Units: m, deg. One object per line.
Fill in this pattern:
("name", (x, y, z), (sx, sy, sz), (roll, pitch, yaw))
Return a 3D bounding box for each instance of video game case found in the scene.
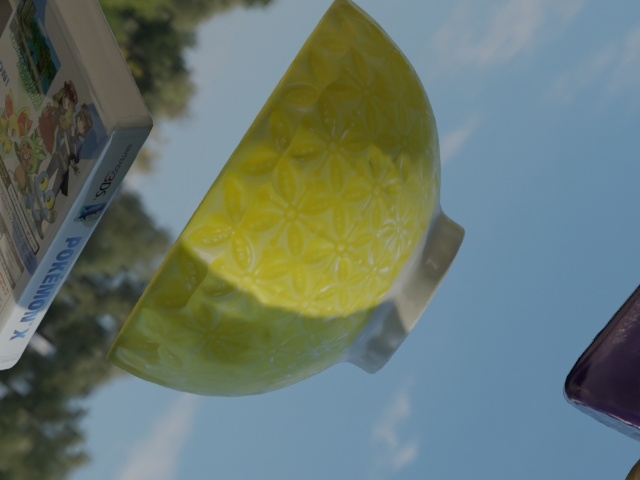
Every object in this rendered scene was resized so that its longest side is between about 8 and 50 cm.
("video game case", (-0.242, -0.120, 1.268), (0.036, 0.329, 0.300), (-8, 150, -35))

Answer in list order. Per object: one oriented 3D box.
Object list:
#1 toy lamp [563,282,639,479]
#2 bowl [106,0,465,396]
("toy lamp", (0.066, 0.121, 0.457), (0.274, 0.080, 0.080), (-64, -165, -6))
("bowl", (0.000, 0.000, 1.166), (0.289, 0.156, 0.289), (-57, -178, 3))
